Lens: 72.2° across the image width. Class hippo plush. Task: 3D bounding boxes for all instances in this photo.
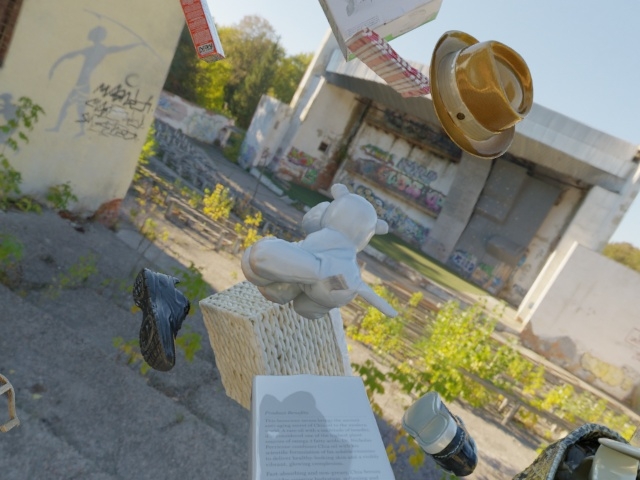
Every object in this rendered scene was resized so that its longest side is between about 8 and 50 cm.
[{"bbox_3d":[0.000,0.000,0.844,0.234,0.237,0.294,34,-27,-22],"label":"hippo plush"}]

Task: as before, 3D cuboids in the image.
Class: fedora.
[{"bbox_3d":[0.238,-0.214,0.616,0.194,0.194,0.079,21,-18,-29],"label":"fedora"}]

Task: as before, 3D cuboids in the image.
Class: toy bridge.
[{"bbox_3d":[-0.770,0.363,1.043,0.188,0.026,0.063,64,26,-11],"label":"toy bridge"}]

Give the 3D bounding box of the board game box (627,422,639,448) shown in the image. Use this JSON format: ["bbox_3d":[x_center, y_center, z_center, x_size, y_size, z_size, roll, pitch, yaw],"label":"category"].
[{"bbox_3d":[0.492,0.323,0.631,0.079,0.254,0.336,33,-1,36],"label":"board game box"}]

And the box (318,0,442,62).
[{"bbox_3d":[0.135,-0.623,1.093,0.127,0.261,0.231,-14,79,-86],"label":"box"}]

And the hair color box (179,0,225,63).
[{"bbox_3d":[-0.294,-0.533,1.082,0.053,0.167,0.093,-15,14,3],"label":"hair color box"}]

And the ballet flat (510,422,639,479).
[{"bbox_3d":[0.204,0.238,0.296,0.164,0.182,0.482,27,9,23],"label":"ballet flat"}]

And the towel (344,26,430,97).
[{"bbox_3d":[0.144,-0.373,0.929,0.197,0.029,0.144,34,5,-18],"label":"towel"}]

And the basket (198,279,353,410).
[{"bbox_3d":[-0.126,0.274,1.220,0.266,0.332,0.328,-20,14,-35],"label":"basket"}]

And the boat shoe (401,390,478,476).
[{"bbox_3d":[0.246,0.403,0.926,0.091,0.114,0.302,47,2,7],"label":"boat shoe"}]

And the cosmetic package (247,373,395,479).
[{"bbox_3d":[-0.005,0.428,0.718,0.230,0.162,0.453,4,22,-9],"label":"cosmetic package"}]

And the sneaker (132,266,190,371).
[{"bbox_3d":[-0.381,0.188,1.097,0.130,0.109,0.286,13,43,-41],"label":"sneaker"}]
